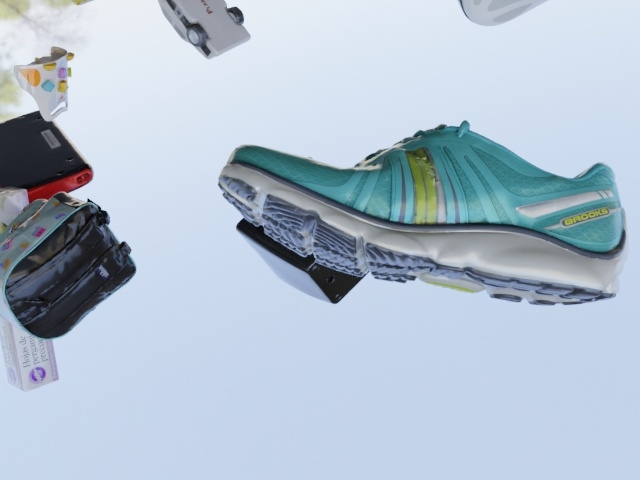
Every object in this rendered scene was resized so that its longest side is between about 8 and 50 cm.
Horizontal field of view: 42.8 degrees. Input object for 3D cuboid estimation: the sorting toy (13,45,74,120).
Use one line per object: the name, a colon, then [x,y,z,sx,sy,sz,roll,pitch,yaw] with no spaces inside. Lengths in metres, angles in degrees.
sorting toy: [-0.325,-0.187,0.993,0.045,0.075,0.083,8,-149,13]

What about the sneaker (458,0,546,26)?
sneaker: [0.373,-0.414,1.141,0.447,0.169,0.257,-37,-142,38]

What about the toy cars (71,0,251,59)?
toy cars: [-0.296,-0.398,1.273,0.087,0.394,0.176,-36,-140,54]

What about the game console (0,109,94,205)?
game console: [-0.608,-0.112,1.457,0.342,0.060,0.386,-24,-146,-20]

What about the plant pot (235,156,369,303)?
plant pot: [0.000,0.000,1.450,0.188,0.187,0.167,-45,-131,-7]

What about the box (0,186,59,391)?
box: [-0.483,0.077,1.300,0.063,0.323,0.067,-16,-162,-40]

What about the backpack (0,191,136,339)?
backpack: [-0.385,0.041,1.163,0.144,0.165,0.188,14,-127,33]

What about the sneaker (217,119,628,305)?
sneaker: [0.070,-0.027,0.550,0.275,0.110,0.107,10,167,-5]
